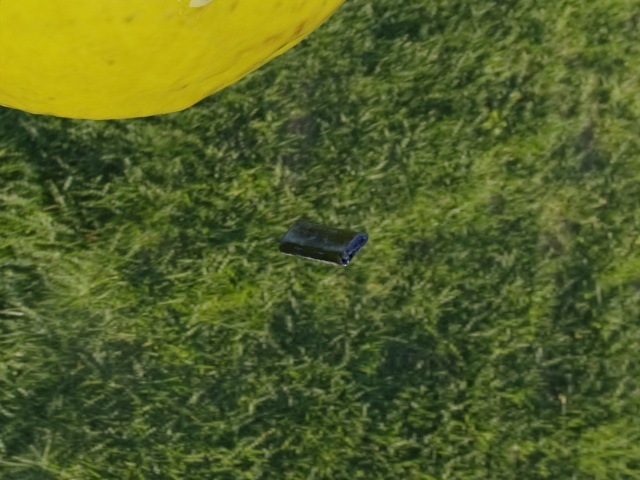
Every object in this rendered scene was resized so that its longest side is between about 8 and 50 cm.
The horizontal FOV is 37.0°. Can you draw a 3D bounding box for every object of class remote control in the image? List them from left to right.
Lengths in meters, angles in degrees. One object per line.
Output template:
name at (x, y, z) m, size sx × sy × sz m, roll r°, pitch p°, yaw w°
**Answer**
remote control at (0.000, 0.000, 0.826) m, size 0.039 × 0.096 × 0.014 m, roll -49°, pitch 124°, yaw -22°

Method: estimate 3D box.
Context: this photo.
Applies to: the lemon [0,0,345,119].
lemon at (-0.089, -0.192, 0.449) m, size 0.316 × 0.285 × 0.285 m, roll -9°, pitch 88°, yaw -31°
